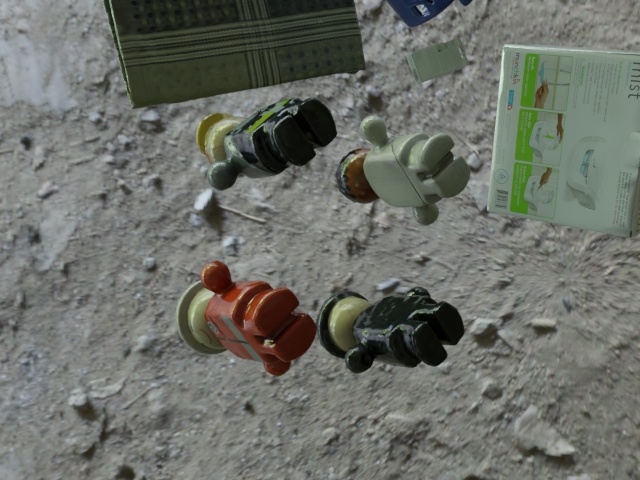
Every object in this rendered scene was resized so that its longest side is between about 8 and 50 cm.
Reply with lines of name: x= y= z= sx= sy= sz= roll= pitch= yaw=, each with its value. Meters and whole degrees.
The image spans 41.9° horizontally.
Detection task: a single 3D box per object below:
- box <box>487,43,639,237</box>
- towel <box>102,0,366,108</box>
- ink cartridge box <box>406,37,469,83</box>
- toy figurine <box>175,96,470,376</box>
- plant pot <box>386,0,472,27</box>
box: x=0.390 y=-0.158 z=1.263 sx=0.231 sy=0.127 sz=0.261 roll=12 pitch=108 yaw=33
towel: x=-0.121 y=-0.336 z=1.054 sx=0.324 sy=0.056 sz=0.312 roll=-12 pitch=90 yaw=-18
ink cartridge box: x=0.237 y=-0.364 z=1.691 sx=0.115 sy=0.029 sz=0.062 roll=-21 pitch=94 yaw=-16
toy figurine: x=0.000 y=0.000 z=0.657 sx=0.148 sy=0.213 sz=0.209 roll=-3 pitch=83 yaw=57
plant pot: x=0.235 y=-0.593 z=1.659 sx=0.236 sy=0.212 sz=0.236 roll=46 pitch=70 yaw=-26
